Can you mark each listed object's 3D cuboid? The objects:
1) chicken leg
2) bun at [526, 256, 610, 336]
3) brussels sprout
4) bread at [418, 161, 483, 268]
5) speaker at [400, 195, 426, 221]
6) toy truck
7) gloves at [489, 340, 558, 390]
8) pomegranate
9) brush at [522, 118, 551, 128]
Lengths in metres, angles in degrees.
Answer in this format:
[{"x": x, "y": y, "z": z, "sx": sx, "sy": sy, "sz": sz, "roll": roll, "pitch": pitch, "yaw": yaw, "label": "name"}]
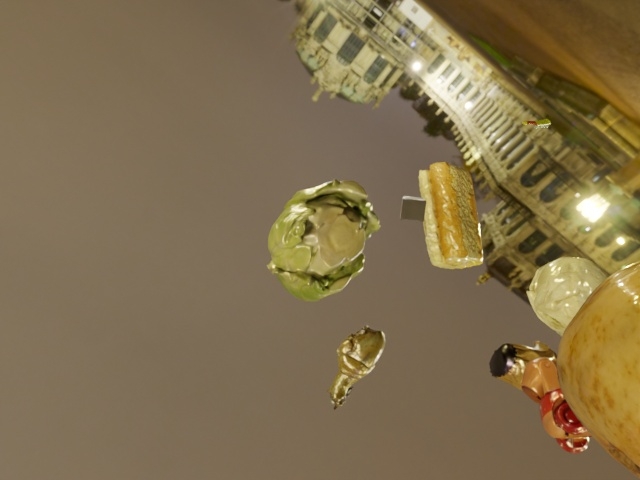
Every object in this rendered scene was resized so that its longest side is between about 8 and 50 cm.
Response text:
[{"x": 0.078, "y": 0.316, "z": 1.142, "sx": 0.103, "sy": 0.227, "sz": 0.088, "roll": 35, "pitch": 180, "yaw": 6, "label": "chicken leg"}, {"x": 0.594, "y": 0.149, "z": 1.056, "sx": 0.229, "sy": 0.145, "sz": 0.229, "roll": 56, "pitch": 175, "yaw": 8, "label": "bun"}, {"x": -0.014, "y": -0.006, "z": 1.601, "sx": 0.342, "sy": 0.425, "sz": 0.361, "roll": 42, "pitch": 164, "yaw": -25, "label": "brussels sprout"}, {"x": 0.487, "y": -0.089, "z": 1.662, "sx": 0.237, "sy": 0.165, "sz": 0.374, "roll": 8, "pitch": -109, "yaw": -47, "label": "bread"}, {"x": 0.183, "y": -0.065, "z": 0.884, "sx": 0.046, "sy": 0.040, "sz": 0.191, "roll": 8, "pitch": -172, "yaw": 10, "label": "speaker"}, {"x": 0.692, "y": 0.415, "z": 1.198, "sx": 0.239, "sy": 0.265, "sz": 0.189, "roll": -91, "pitch": -19, "yaw": -46, "label": "toy truck"}, {"x": 0.773, "y": 0.474, "z": 1.639, "sx": 0.357, "sy": 0.203, "sz": 0.155, "roll": 13, "pitch": -153, "yaw": -32, "label": "gloves"}, {"x": 0.478, "y": 0.147, "z": 0.533, "sx": 0.343, "sy": 0.342, "sz": 0.342, "roll": 31, "pitch": -151, "yaw": -20, "label": "pomegranate"}, {"x": 0.568, "y": -0.308, "z": 1.184, "sx": 0.084, "sy": 0.021, "sz": 0.018, "roll": -7, "pitch": -127, "yaw": -16, "label": "brush"}]
